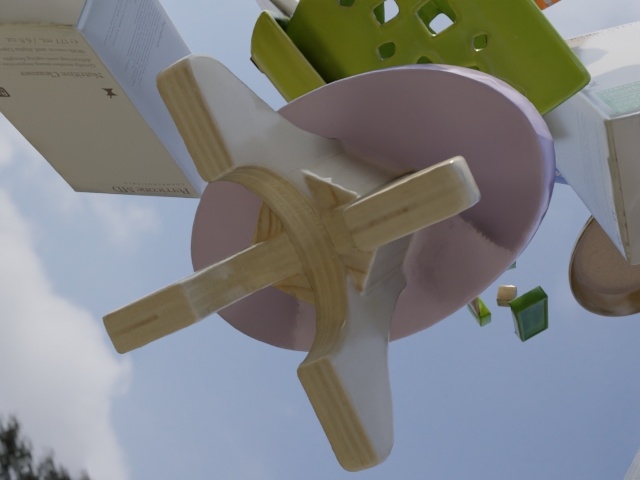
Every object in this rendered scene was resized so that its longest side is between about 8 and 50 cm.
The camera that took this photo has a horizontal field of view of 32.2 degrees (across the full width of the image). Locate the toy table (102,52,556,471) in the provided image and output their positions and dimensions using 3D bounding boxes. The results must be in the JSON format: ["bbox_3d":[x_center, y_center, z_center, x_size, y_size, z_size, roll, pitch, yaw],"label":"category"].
[{"bbox_3d":[0.000,0.000,0.688,0.274,0.161,0.252,-37,-94,29],"label":"toy table"}]

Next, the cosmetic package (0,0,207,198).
[{"bbox_3d":[-0.291,-0.211,1.421,0.217,0.156,0.385,3,-28,21],"label":"cosmetic package"}]

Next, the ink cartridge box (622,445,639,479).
[{"bbox_3d":[0.258,0.199,0.810,0.045,0.145,0.179,28,-4,1],"label":"ink cartridge box"}]

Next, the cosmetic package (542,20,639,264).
[{"bbox_3d":[0.357,-0.121,1.167,0.365,0.196,0.155,-97,173,-69],"label":"cosmetic package"}]

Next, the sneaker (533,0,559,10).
[{"bbox_3d":[0.293,-0.456,1.583,0.180,0.124,0.321,54,17,-19],"label":"sneaker"}]

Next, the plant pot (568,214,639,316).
[{"bbox_3d":[0.420,0.000,1.431,0.032,0.236,0.236,-118,-149,-46],"label":"plant pot"}]

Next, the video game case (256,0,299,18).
[{"bbox_3d":[-0.021,-0.218,1.185,0.157,0.019,0.143,47,-5,42],"label":"video game case"}]

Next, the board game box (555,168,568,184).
[{"bbox_3d":[0.385,-0.195,1.746,0.233,0.347,0.078,122,-31,-48],"label":"board game box"}]

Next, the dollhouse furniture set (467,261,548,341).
[{"bbox_3d":[0.179,0.035,1.164,0.152,0.076,0.059,57,-9,40],"label":"dollhouse furniture set"}]

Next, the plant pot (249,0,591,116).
[{"bbox_3d":[0.075,-0.164,0.971,0.227,0.207,0.228,51,9,-5],"label":"plant pot"}]
